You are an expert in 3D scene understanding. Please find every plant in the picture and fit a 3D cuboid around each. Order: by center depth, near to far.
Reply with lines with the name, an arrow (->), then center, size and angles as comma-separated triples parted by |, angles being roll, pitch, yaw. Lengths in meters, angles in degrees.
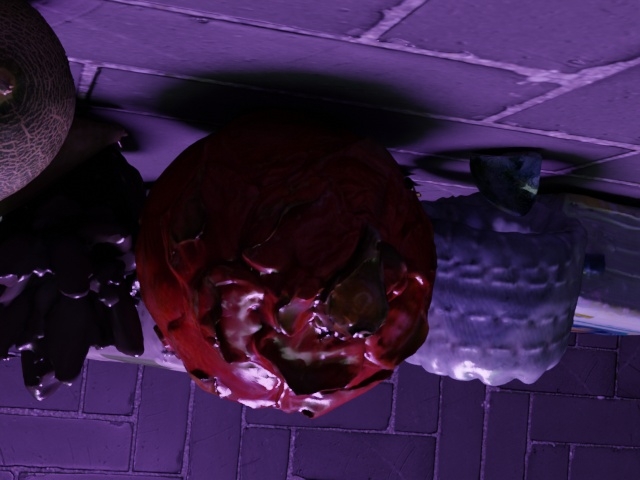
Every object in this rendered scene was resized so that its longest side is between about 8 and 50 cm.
plant -> -0.249, 0.018, 1.007 | 0.194, 0.182, 0.321 | -26, -151, 7

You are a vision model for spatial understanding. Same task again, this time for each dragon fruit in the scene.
dragon fruit -> -0.031, 0.020, 0.909 | 0.277, 0.278, 0.342 | 7, 178, -19

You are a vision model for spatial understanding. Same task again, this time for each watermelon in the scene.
watermelon -> 0.195, -0.068, 0.981 | 0.085, 0.085, 0.061 | 1, -146, 38

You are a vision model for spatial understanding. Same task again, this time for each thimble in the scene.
thimble -> 0.173, 0.047, 1.068 | 0.204, 0.172, 0.250 | 1, -167, -9

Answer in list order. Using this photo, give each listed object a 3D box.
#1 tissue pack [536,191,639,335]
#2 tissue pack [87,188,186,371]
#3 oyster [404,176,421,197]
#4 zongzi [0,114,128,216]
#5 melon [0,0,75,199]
tissue pack -> 0.293, 0.038, 1.353 | 0.287, 0.162, 0.388 | 11, 172, -29
tissue pack -> -0.249, 0.058, 1.506 | 0.194, 0.266, 0.356 | 17, 168, -41
oyster -> -0.038, -0.039, 1.226 | 0.354, 0.107, 0.201 | -18, 176, 34
zongzi -> -0.483, -0.056, 1.036 | 0.466, 0.218, 0.500 | -8, -171, -25
melon -> -0.221, -0.087, 0.596 | 0.139, 0.139, 0.192 | 9, 176, -39
